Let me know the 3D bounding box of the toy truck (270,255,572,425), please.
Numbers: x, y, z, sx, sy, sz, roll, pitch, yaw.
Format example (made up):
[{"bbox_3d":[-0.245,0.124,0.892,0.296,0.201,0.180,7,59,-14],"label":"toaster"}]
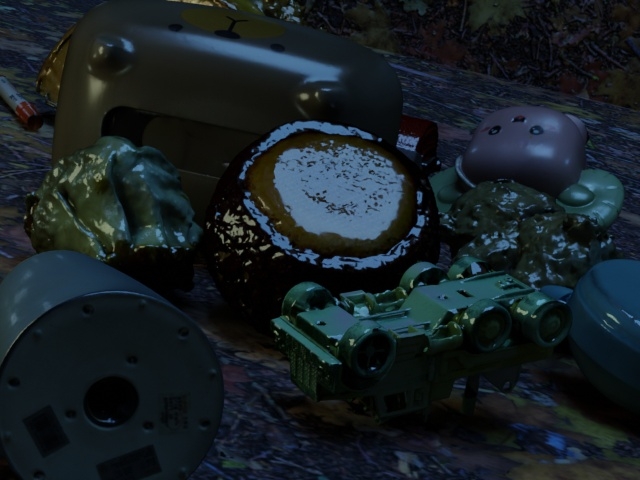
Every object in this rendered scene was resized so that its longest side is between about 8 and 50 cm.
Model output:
[{"bbox_3d":[0.090,0.103,1.394,0.259,0.135,0.128,-5,22,-33],"label":"toy truck"}]

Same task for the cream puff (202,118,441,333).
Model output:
[{"bbox_3d":[0.000,0.000,1.555,0.239,0.165,0.239,5,48,-6],"label":"cream puff"}]

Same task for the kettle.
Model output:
[{"bbox_3d":[-0.204,0.097,1.165,0.211,0.160,0.243,-21,18,-14],"label":"kettle"}]

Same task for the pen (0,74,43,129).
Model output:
[{"bbox_3d":[-0.434,-0.199,2.231,0.028,0.028,0.239,7,15,-26],"label":"pen"}]

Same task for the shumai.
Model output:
[{"bbox_3d":[-0.208,0.006,1.554,0.184,0.184,0.142,11,44,-11],"label":"shumai"}]

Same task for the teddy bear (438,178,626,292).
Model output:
[{"bbox_3d":[0.238,0.021,1.779,0.267,0.156,0.256,3,16,-31],"label":"teddy bear"}]

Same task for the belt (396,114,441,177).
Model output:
[{"bbox_3d":[0.109,-0.117,2.224,0.124,0.128,0.201,16,13,11],"label":"belt"}]

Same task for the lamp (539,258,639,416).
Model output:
[{"bbox_3d":[0.362,0.111,1.554,0.209,0.147,0.284,1,11,-34],"label":"lamp"}]

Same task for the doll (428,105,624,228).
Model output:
[{"bbox_3d":[0.285,-0.065,2.154,0.284,0.216,0.268,2,34,23],"label":"doll"}]

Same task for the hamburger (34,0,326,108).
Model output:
[{"bbox_3d":[-0.149,-0.258,2.224,0.445,0.287,0.268,21,14,16],"label":"hamburger"}]

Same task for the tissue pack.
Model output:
[{"bbox_3d":[-0.109,-0.126,1.769,0.387,0.267,0.277,13,11,6],"label":"tissue pack"}]
